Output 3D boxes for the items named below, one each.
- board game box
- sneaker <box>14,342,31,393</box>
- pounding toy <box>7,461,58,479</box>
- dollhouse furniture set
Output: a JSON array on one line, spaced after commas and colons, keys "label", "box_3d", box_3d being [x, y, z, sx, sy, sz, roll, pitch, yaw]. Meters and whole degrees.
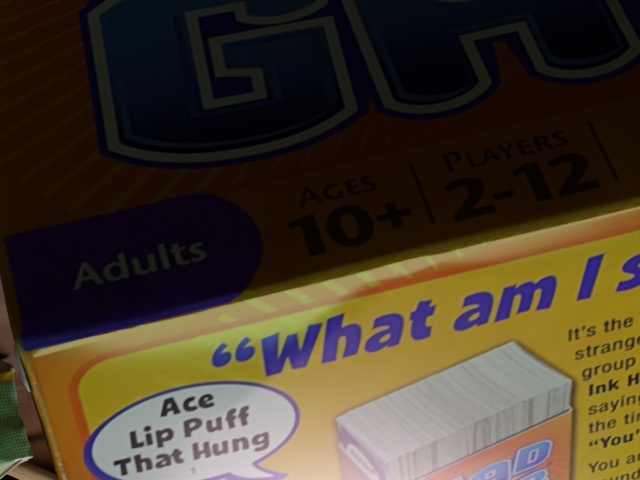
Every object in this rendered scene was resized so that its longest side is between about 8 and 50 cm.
[{"label": "board game box", "box_3d": [0.050, -0.011, 0.858, 0.356, 0.356, 0.356, -13, 137, -6]}, {"label": "sneaker", "box_3d": [0.000, 0.000, 1.182, 0.384, 0.145, 0.147, -18, 131, -5]}, {"label": "pounding toy", "box_3d": [-0.223, 0.221, 1.476, 0.269, 0.155, 0.154, -12, 180, 9]}, {"label": "dollhouse furniture set", "box_3d": [-0.258, 0.138, 1.307, 0.058, 0.076, 0.151, 16, 138, -42]}]
